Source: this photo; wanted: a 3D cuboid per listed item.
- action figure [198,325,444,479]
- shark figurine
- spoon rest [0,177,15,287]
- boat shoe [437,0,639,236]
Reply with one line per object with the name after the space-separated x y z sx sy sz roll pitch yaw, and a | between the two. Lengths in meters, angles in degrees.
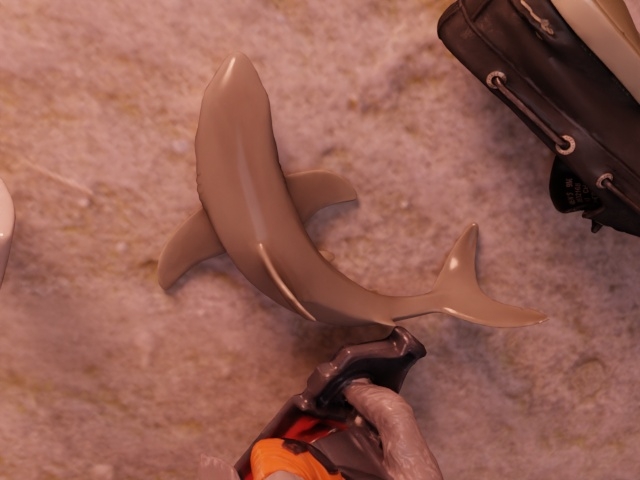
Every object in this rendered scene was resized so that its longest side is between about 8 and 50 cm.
-0.031 0.233 0.629 0.330 0.178 0.341 5 125 -54 | action figure
0.007 0.025 0.606 0.278 0.116 0.166 33 102 -26 | shark figurine
-0.303 -0.043 0.488 0.276 0.084 0.137 17 130 -17 | spoon rest
0.201 -0.065 0.632 0.113 0.127 0.340 -28 133 30 | boat shoe
